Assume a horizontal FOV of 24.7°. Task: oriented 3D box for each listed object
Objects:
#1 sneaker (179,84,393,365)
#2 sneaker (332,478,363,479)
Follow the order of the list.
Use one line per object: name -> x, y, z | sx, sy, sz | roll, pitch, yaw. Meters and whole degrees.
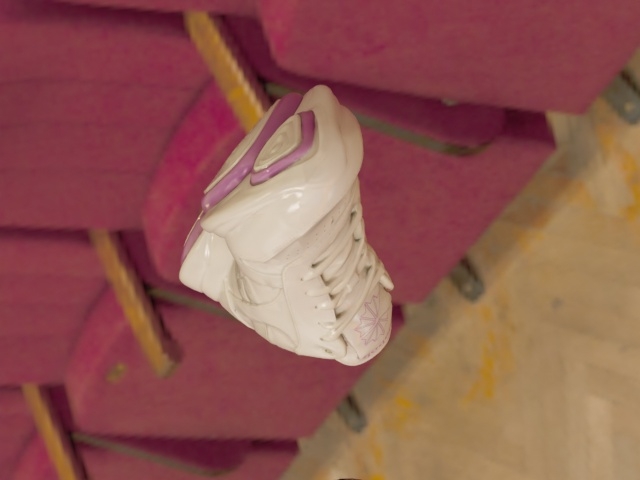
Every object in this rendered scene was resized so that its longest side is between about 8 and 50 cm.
sneaker -> 0.000, 0.000, 0.919 | 0.152, 0.114, 0.305 | 38, 165, 1
sneaker -> 0.060, 0.130, 0.410 | 0.188, 0.067, 0.078 | 44, 121, 37
